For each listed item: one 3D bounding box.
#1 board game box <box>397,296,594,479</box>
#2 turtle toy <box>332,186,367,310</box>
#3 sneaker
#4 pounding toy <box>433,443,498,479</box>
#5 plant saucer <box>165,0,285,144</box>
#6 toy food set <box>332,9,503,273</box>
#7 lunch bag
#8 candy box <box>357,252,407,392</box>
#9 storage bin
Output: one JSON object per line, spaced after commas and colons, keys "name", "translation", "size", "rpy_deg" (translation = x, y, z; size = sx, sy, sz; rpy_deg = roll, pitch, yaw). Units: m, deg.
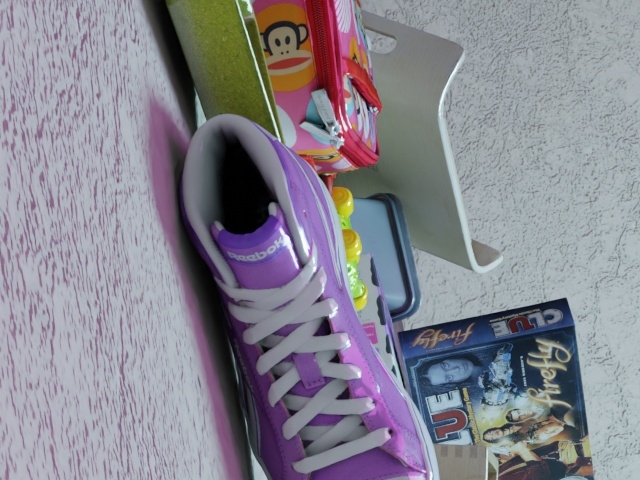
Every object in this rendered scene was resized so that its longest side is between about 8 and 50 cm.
{"name": "board game box", "translation": [0.175, 0.175, 1.779], "size": [0.042, 0.165, 0.243], "rpy_deg": [-99, 177, -52]}
{"name": "turtle toy", "translation": [0.000, 0.000, 1.592], "size": [0.095, 0.066, 0.130], "rpy_deg": [81, -1, -49]}
{"name": "sneaker", "translation": [-0.019, 0.059, 1.063], "size": [0.161, 0.102, 0.282], "rpy_deg": [54, 13, -71]}
{"name": "pounding toy", "translation": [0.087, 0.212, 1.475], "size": [0.141, 0.100, 0.130], "rpy_deg": [53, 39, -73]}
{"name": "plant saucer", "translation": [-0.071, -0.153, 1.201], "size": [0.188, 0.045, 0.188], "rpy_deg": [73, 3, -46]}
{"name": "toy food set", "translation": [0.078, -0.110, 1.907], "size": [0.092, 0.220, 0.306], "rpy_deg": [-48, 143, -26]}
{"name": "lunch bag", "translation": [-0.021, -0.150, 1.499], "size": [0.293, 0.120, 0.258], "rpy_deg": [18, 63, -83]}
{"name": "candy box", "translation": [0.044, 0.138, 1.747], "size": [0.165, 0.070, 0.196], "rpy_deg": [71, 7, -60]}
{"name": "storage bin", "translation": [0.030, 0.018, 1.865], "size": [0.091, 0.098, 0.135], "rpy_deg": [13, 62, -54]}
